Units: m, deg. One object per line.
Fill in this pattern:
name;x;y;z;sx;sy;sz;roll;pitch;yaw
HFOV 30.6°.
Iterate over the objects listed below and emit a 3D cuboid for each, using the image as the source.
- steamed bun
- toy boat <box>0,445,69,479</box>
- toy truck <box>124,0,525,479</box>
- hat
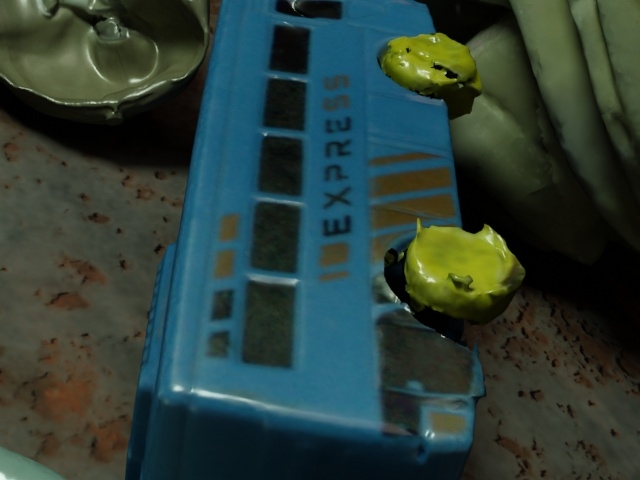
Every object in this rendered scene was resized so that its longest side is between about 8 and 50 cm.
steamed bun;0.183;-0.102;0.790;0.347;0.237;0.394;55;-1;-10
toy boat;-0.129;0.138;0.453;0.207;0.079;0.134;30;34;10
toy truck;0.000;0.000;0.630;0.162;0.161;0.385;9;39;-6
hat;-0.143;-0.139;0.799;0.166;0.144;0.173;-11;-2;4
